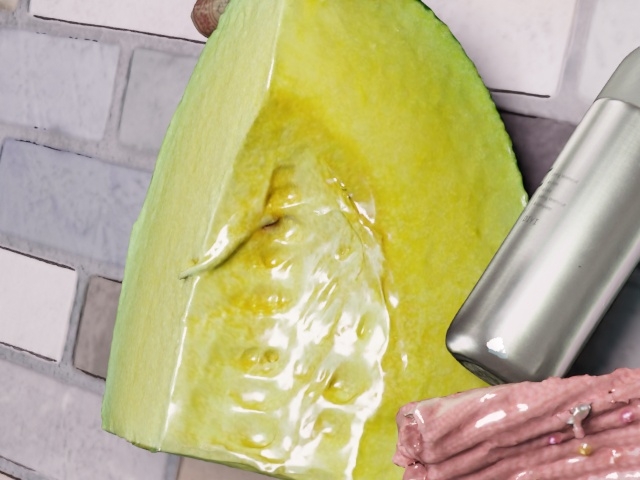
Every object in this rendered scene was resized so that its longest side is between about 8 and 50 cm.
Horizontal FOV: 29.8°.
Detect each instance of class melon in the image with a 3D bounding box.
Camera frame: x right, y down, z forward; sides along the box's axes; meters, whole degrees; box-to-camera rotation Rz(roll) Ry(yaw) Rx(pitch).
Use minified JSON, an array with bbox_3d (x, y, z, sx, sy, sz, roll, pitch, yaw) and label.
[{"bbox_3d":[0.000,0.000,0.817,0.331,0.226,0.343,11,84,27],"label":"melon"}]

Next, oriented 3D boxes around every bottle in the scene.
[{"bbox_3d":[0.175,-0.018,0.745,0.253,0.079,0.096,-55,18,-10],"label":"bottle"}]

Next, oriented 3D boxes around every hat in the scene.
[{"bbox_3d":[0.189,0.150,0.715,0.286,0.236,0.107,-13,47,0],"label":"hat"}]

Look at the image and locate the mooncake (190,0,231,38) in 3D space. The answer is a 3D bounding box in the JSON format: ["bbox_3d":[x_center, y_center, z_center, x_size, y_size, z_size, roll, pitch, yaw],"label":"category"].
[{"bbox_3d":[-0.026,-0.189,0.921,0.125,0.073,0.130,36,107,25],"label":"mooncake"}]
